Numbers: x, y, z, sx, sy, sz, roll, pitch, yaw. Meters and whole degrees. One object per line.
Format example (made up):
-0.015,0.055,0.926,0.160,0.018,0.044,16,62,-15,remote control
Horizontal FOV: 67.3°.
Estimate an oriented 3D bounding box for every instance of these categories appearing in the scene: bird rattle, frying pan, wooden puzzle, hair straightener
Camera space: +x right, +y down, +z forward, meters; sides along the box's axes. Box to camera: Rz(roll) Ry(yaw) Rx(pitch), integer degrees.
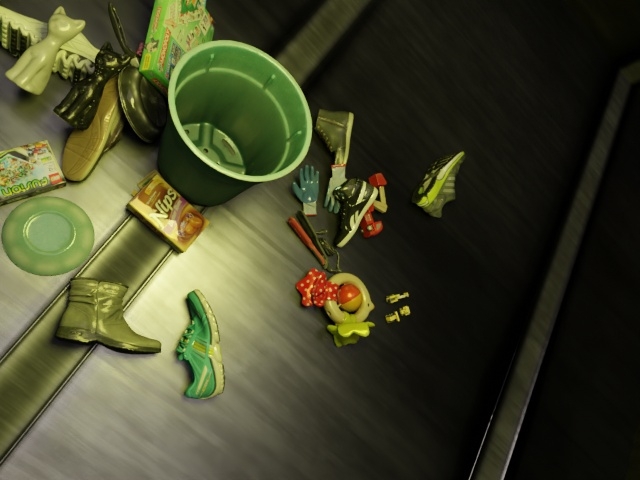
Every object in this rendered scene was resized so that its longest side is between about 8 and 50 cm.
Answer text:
0.057,0.183,1.435,0.206,0.143,0.254,-32,81,-41,bird rattle
-0.457,-0.415,1.240,0.053,0.197,0.327,-9,82,9,frying pan
-0.438,-0.143,1.280,0.078,0.014,0.116,41,63,-14,wooden puzzle
0.000,0.000,1.461,0.089,0.047,0.230,-43,100,-28,hair straightener

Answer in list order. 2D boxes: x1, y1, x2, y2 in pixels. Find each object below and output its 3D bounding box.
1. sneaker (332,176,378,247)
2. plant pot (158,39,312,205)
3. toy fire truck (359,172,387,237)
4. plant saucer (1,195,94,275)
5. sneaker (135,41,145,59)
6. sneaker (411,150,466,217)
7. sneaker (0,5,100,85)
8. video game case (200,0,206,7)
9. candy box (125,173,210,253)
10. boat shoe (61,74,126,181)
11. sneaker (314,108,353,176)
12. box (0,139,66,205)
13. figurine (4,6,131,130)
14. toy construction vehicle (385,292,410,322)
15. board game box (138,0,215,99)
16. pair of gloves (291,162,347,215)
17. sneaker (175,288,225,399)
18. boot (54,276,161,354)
0.072,-0.097,1.483,0.121,0.079,0.217,31,91,-15,sneaker
-0.247,-0.255,1.216,0.340,0.334,0.342,9,72,-28,plant pot
0.173,-0.115,1.580,0.135,0.047,0.192,-17,87,-30,toy fire truck
-0.637,-0.015,1.131,0.194,0.037,0.195,6,76,-27,plant saucer
-0.485,-0.482,1.319,0.057,0.047,0.120,24,69,-34,sneaker
0.439,-0.204,1.723,0.121,0.111,0.300,48,67,-22,sneaker
-0.664,-0.487,1.195,0.292,0.110,0.119,27,59,-29,sneaker
-0.399,-0.764,1.443,0.119,0.015,0.167,11,73,-26,video game case
-0.395,-0.067,1.253,0.186,0.053,0.109,44,63,-18,candy box
-0.547,-0.272,1.204,0.102,0.092,0.286,15,82,17,boat shoe
0.032,-0.308,1.545,0.117,0.083,0.222,9,83,-4,sneaker
-0.720,-0.149,1.117,0.206,0.036,0.114,-26,92,-30,box
-0.577,-0.403,1.109,0.214,0.092,0.210,37,91,-4,figurine
0.251,0.215,1.552,0.098,0.035,0.086,-9,83,-29,toy construction vehicle
-0.378,-0.533,1.305,0.213,0.046,0.318,46,48,-65,board game box
0.005,-0.156,1.484,0.198,0.023,0.160,-7,106,-22,pair of gloves
-0.308,0.260,1.210,0.109,0.107,0.276,-7,81,-20,sneaker
-0.484,0.177,1.147,0.246,0.083,0.161,20,64,-24,boot
